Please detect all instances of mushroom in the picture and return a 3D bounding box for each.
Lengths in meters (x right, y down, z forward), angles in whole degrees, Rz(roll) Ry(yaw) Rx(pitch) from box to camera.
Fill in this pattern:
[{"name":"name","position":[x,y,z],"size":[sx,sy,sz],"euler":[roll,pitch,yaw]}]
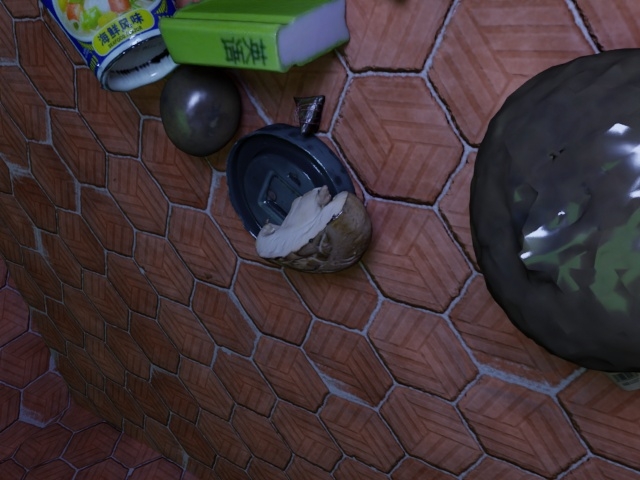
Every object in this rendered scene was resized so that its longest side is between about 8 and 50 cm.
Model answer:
[{"name":"mushroom","position":[0.000,0.000,1.216],"size":[0.151,0.156,0.286],"euler":[35,147,-29]}]

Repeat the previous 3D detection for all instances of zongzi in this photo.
[{"name":"zongzi","position":[-0.024,-0.229,1.187],"size":[0.067,0.073,0.083],"euler":[3,124,20]}]

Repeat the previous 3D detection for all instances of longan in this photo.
[{"name":"longan","position":[-0.247,-0.267,1.284],"size":[0.167,0.167,0.187],"euler":[-2,84,43]},{"name":"longan","position":[0.366,-0.041,0.735],"size":[0.391,0.391,0.391],"euler":[24,133,28]}]

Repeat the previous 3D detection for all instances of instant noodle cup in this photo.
[{"name":"instant noodle cup","position":[-0.396,-0.460,1.160],"size":[0.284,0.284,0.312],"euler":[-31,89,50]}]

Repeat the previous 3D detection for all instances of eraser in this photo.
[{"name":"eraser","position":[-0.115,-0.362,1.068],"size":[0.274,0.210,0.092],"euler":[15,129,32]}]

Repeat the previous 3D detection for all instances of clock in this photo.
[{"name":"clock","position":[-0.064,-0.092,1.331],"size":[0.325,0.067,0.325],"euler":[24,133,28]}]

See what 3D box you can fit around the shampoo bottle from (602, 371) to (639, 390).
[{"name":"shampoo bottle","position":[0.441,0.127,1.021],"size":[0.257,0.078,0.127],"euler":[48,145,-1]}]

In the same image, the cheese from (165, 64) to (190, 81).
[{"name":"cheese","position":[-0.352,-0.414,1.350],"size":[0.270,0.069,0.177],"euler":[2,120,44]}]
